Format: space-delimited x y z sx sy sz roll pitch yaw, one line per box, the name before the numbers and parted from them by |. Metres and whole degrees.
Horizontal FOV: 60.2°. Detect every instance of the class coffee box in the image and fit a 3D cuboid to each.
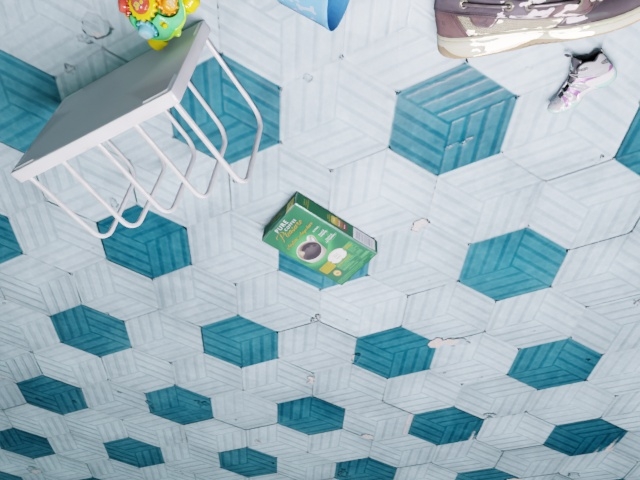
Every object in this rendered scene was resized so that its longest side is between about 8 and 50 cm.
coffee box | 0.000 0.000 0.999 0.184 0.040 0.113 29 128 -19

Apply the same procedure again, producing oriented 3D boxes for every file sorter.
file sorter | -0.249 -0.144 0.801 0.277 0.193 0.173 -18 130 22

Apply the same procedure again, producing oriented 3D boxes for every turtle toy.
turtle toy | -0.227 -0.315 0.714 0.095 0.066 0.130 -40 92 24

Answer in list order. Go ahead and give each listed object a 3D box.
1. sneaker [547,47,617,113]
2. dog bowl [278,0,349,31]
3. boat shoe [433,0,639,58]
sneaker | 0.348 -0.226 0.761 0.098 0.038 0.069 -35 118 21
dog bowl | 0.010 -0.380 0.583 0.074 0.166 0.297 17 133 6
boat shoe | 0.277 -0.297 0.661 0.285 0.103 0.092 -7 136 21
